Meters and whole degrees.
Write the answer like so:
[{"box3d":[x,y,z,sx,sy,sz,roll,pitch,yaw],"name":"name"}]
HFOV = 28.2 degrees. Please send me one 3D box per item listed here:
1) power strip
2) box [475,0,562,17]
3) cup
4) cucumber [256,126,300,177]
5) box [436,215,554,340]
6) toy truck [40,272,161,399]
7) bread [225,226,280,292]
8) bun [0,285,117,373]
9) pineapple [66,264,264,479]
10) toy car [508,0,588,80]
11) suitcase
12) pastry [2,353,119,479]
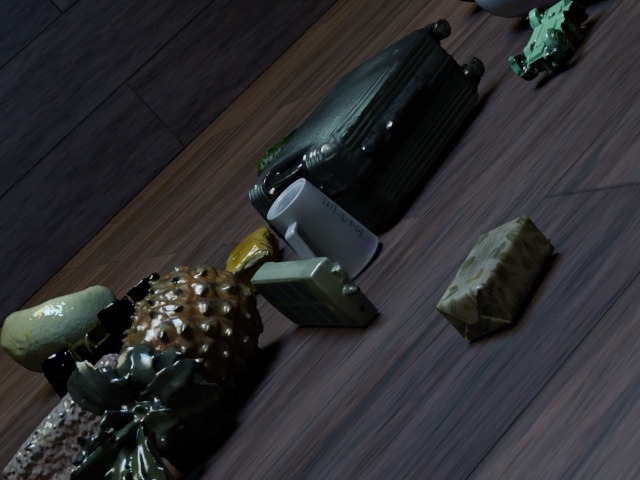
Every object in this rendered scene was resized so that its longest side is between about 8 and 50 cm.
[{"box3d":[-0.008,0.055,1.298,0.029,0.080,0.227,-49,14,-17],"name":"power strip"},{"box3d":[0.351,-0.427,1.672,0.288,0.141,0.349,-45,12,-16],"name":"box"},{"box3d":[0.000,0.000,1.394,0.074,0.116,0.104,-36,21,34],"name":"cup"},{"box3d":[-0.049,-0.139,2.089,0.069,0.069,0.227,-49,12,-29],"name":"cucumber"},{"box3d":[0.141,0.030,1.019,0.062,0.045,0.098,-30,19,47],"name":"box"},{"box3d":[-0.233,0.140,1.615,0.257,0.127,0.127,-37,-1,25],"name":"toy truck"},{"box3d":[-0.089,0.025,1.695,0.074,0.053,0.132,-40,11,10],"name":"bread"},{"box3d":[-0.425,0.160,2.123,0.222,0.128,0.222,-20,-8,-3],"name":"bun"},{"box3d":[-0.166,0.152,1.303,0.310,0.170,0.141,-67,-1,-52],"name":"pineapple"},{"box3d":[0.272,-0.239,1.489,0.073,0.054,0.143,-33,20,40],"name":"toy car"},{"box3d":[0.061,-0.125,1.568,0.202,0.128,0.312,-26,20,50],"name":"suitcase"},{"box3d":[-0.260,0.214,1.464,0.265,0.112,0.103,-39,2,10],"name":"pastry"}]
